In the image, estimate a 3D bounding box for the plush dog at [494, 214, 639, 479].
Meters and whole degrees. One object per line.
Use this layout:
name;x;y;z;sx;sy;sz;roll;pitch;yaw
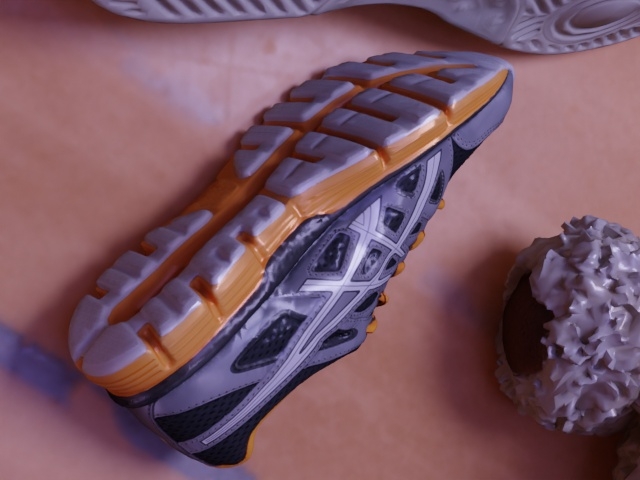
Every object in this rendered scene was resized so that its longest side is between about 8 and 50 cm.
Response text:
plush dog;0.217;0.109;0.562;0.211;0.225;0.262;-10;95;-27

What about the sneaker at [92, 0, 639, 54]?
sneaker;0.056;-0.168;0.539;0.350;0.131;0.148;0;71;-36

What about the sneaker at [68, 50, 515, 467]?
sneaker;0.000;0.000;0.539;0.215;0.084;0.083;-41;122;-17
